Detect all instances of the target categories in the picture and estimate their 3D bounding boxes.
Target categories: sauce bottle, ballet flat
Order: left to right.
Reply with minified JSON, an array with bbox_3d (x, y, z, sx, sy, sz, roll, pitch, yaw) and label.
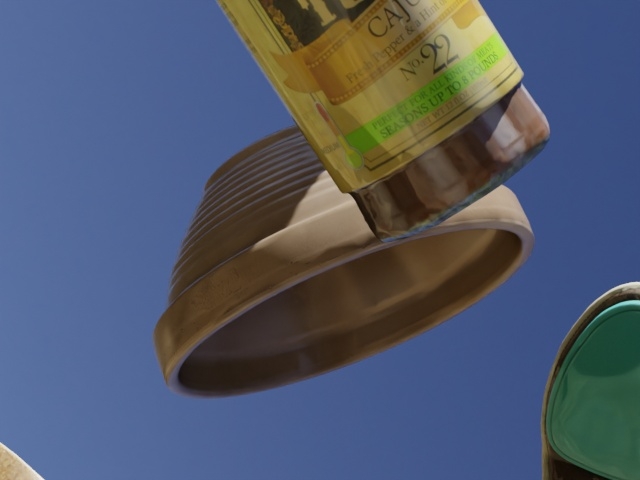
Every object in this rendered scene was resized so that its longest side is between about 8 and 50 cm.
[{"bbox_3d":[-0.021,-0.164,0.742,0.344,0.111,0.111,55,-26,-8],"label":"sauce bottle"},{"bbox_3d":[0.161,0.118,0.835,0.086,0.086,0.248,41,-48,42],"label":"ballet flat"}]

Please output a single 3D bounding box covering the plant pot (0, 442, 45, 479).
[{"bbox_3d":[-0.182,0.241,0.652,0.237,0.254,0.237,40,-22,20],"label":"plant pot"}]

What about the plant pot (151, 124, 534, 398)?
[{"bbox_3d":[0.000,0.000,0.934,0.110,0.237,0.237,67,-26,18],"label":"plant pot"}]
